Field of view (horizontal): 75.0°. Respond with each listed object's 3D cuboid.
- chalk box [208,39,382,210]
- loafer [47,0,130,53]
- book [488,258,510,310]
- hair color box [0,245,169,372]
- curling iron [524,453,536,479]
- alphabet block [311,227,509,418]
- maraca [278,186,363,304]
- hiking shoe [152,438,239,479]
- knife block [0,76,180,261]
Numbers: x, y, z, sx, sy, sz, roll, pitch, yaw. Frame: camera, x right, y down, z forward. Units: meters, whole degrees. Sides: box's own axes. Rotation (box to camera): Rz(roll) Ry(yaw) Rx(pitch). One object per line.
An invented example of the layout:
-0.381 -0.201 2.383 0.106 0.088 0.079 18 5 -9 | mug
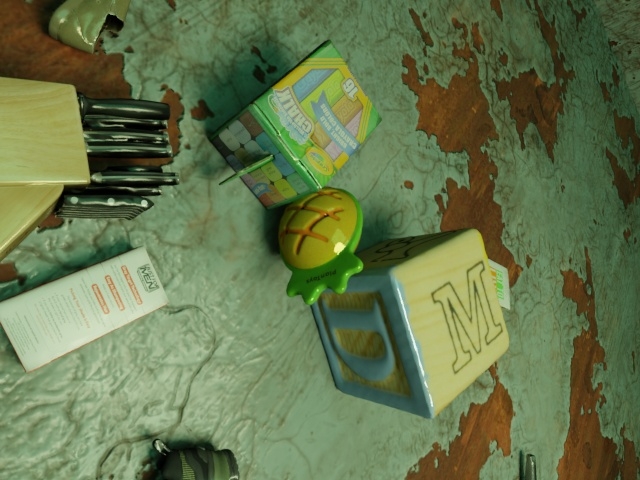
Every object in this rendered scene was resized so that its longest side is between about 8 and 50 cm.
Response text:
-0.043 -0.133 0.551 0.132 0.132 0.213 51 59 -20 | chalk box
-0.239 -0.266 0.471 0.050 0.056 0.148 42 71 -26 | loafer
0.346 0.085 0.883 0.144 0.035 0.096 22 67 -32 | book
-0.239 0.065 0.429 0.141 0.043 0.072 -27 100 -36 | hair color box
0.450 0.595 0.886 0.068 0.035 0.274 0 84 -41 | curling iron
0.125 0.105 0.611 0.197 0.192 0.194 -21 98 -36 | alphabet block
0.000 0.000 0.553 0.099 0.127 0.186 46 28 -40 | maraca
-0.170 0.331 0.433 0.114 0.086 0.227 23 64 -19 | hiking shoe
-0.281 -0.107 0.394 0.275 0.088 0.242 43 60 -24 | knife block
